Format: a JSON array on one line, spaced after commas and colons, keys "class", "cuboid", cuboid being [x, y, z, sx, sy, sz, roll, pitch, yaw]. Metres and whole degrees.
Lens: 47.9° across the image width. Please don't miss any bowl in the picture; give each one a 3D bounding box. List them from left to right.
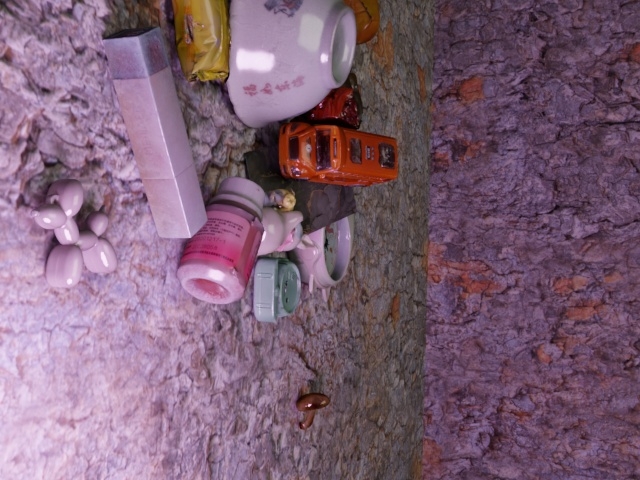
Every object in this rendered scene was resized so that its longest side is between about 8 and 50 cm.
[{"class": "bowl", "cuboid": [-0.036, -0.454, 1.646, 0.435, 0.196, 0.434, 13, 90, -72]}]

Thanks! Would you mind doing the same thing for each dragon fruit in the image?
[{"class": "dragon fruit", "cuboid": [0.011, -0.332, 1.826, 0.122, 0.192, 0.092, 11, 82, -44]}]

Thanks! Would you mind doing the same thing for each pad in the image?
[{"class": "pad", "cuboid": [-0.039, -0.138, 1.823, 0.367, 0.007, 0.247, -25, 107, -45]}]

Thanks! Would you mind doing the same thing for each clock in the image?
[{"class": "clock", "cuboid": [-0.100, 0.117, 1.807, 0.211, 0.066, 0.159, -6, 98, -70]}, {"class": "clock", "cuboid": [0.000, 0.000, 2.001, 0.265, 0.109, 0.324, 40, 55, -64]}]

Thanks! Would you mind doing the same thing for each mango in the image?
[{"class": "mango", "cuboid": [0.116, -0.700, 2.230, 0.187, 0.138, 0.257, 69, 21, -7]}]

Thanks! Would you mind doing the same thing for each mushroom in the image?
[{"class": "mushroom", "cuboid": [-0.035, 0.467, 2.000, 0.129, 0.073, 0.088, -54, 163, 18]}]

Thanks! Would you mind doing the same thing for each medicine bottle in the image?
[{"class": "medicine bottle", "cuboid": [-0.190, -0.004, 1.456, 0.147, 0.147, 0.247, 64, 34, -50]}]

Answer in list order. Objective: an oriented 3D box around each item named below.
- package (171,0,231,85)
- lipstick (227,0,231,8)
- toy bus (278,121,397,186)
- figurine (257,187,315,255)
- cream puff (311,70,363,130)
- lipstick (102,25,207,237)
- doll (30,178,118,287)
[{"class": "package", "cuboid": [-0.228, -0.416, 1.404, 0.168, 0.090, 0.226, -36, 127, -68]}, {"class": "lipstick", "cuboid": [-0.151, -0.553, 1.641, 0.264, 0.059, 0.059, -36, 124, -64]}, {"class": "toy bus", "cuboid": [0.048, -0.214, 1.803, 0.329, 0.153, 0.143, 3, 86, -46]}, {"class": "figurine", "cuboid": [-0.098, -0.040, 1.670, 0.235, 0.127, 0.155, -5, 87, -57]}, {"class": "cream puff", "cuboid": [0.031, -0.389, 1.990, 0.241, 0.155, 0.269, -45, 134, -55]}, {"class": "lipstick", "cuboid": [-0.287, -0.184, 1.282, 0.080, 0.076, 0.371, -57, 143, -55]}, {"class": "doll", "cuboid": [-0.374, -0.014, 1.091, 0.161, 0.059, 0.160, -25, 114, -66]}]
